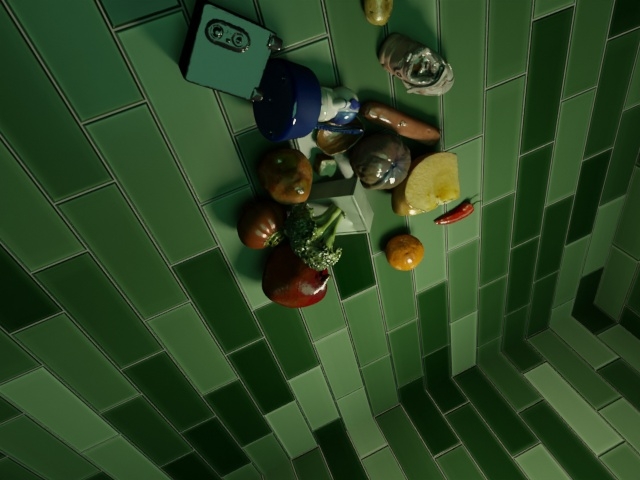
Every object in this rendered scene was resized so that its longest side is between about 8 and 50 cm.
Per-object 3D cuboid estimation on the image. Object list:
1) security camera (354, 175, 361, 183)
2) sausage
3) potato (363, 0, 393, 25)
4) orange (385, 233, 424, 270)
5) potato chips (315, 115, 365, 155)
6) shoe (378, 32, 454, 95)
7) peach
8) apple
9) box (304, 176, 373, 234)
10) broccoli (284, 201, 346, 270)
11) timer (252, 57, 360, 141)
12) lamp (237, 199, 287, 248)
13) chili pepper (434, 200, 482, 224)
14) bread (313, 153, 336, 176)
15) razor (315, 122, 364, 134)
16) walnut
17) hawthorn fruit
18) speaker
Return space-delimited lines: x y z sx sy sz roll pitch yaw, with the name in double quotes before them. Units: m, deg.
"security camera" 0.160 -0.261 1.957 0.092 0.058 0.058 -29 133 -20
"sausage" 0.343 -0.485 1.842 0.419 0.094 0.094 12 79 -32
"potato" 0.200 -0.833 1.523 0.107 0.080 0.170 -5 128 -8
"orange" 0.423 0.062 2.231 0.193 0.193 0.161 -27 136 -6
"potato chips" 0.074 -0.429 1.775 0.202 0.049 0.150 -39 110 4
"shoe" 0.394 -0.637 1.685 0.351 0.198 0.171 11 120 -31
"peach" -0.122 -0.241 1.705 0.214 0.235 0.214 -22 136 -22
"apple" 0.453 -0.238 1.965 0.309 0.252 0.314 -17 155 -19
"box" 0.081 -0.143 1.889 0.225 0.117 0.225 -4 138 26
"broccoli" -0.025 -0.021 1.780 0.236 0.259 0.288 8 162 10
"timer" -0.018 -0.487 1.583 0.384 0.270 0.270 -8 128 -36
"lamp" -0.236 -0.066 1.802 0.223 0.196 0.223 -42 169 -10
"chili pepper" 0.720 -0.141 2.310 0.272 0.071 0.063 -28 171 2
"bread" 0.018 -0.310 1.827 0.077 0.070 0.083 -4 127 -23
"razor" 0.012 -0.432 1.713 0.324 0.056 0.093 -4 167 -11
"walnut" 0.243 -0.326 1.826 0.249 0.248 0.248 -13 129 -17
"hawthorn fruit" -0.109 0.170 1.970 0.295 0.311 0.295 -32 145 -27
"speaker" -0.288 -0.589 1.394 0.254 0.184 0.232 11 118 -30
